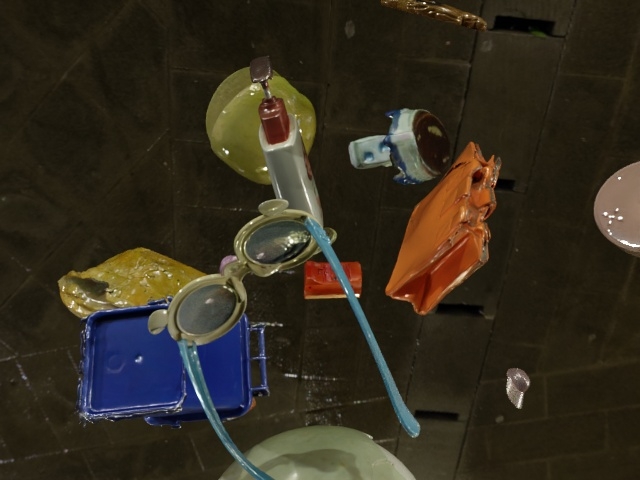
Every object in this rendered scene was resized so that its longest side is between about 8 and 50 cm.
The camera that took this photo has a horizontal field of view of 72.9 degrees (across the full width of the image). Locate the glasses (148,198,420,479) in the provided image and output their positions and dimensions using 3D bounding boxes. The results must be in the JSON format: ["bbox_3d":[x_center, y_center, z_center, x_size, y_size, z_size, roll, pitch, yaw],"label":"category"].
[{"bbox_3d":[-0.027,0.100,0.387,0.189,0.088,0.221,-43,70,13],"label":"glasses"}]

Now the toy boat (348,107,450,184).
[{"bbox_3d":[0.126,-0.143,0.684,0.115,0.262,0.114,-5,95,30],"label":"toy boat"}]

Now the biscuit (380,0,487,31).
[{"bbox_3d":[0.297,-0.603,1.136,0.290,0.208,0.041,25,122,18],"label":"biscuit"}]

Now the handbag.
[{"bbox_3d":[0.320,-0.033,1.100,0.116,0.410,0.303,31,138,-3],"label":"handbag"}]

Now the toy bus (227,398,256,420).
[{"bbox_3d":[-0.340,0.380,1.426,0.092,0.093,0.409,-31,81,33],"label":"toy bus"}]

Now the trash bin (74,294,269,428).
[{"bbox_3d":[-0.176,0.156,0.556,0.183,0.234,0.163,-7,71,2],"label":"trash bin"}]

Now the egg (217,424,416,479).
[{"bbox_3d":[0.015,0.423,0.644,0.336,0.278,0.279,4,113,-30],"label":"egg"}]

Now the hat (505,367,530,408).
[{"bbox_3d":[0.447,0.328,0.967,0.058,0.087,0.042,29,139,-30],"label":"hat"}]

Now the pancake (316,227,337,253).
[{"bbox_3d":[-0.001,0.001,1.264,0.108,0.108,0.017,-30,122,11],"label":"pancake"}]

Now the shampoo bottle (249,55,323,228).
[{"bbox_3d":[-0.057,-0.149,0.719,0.071,0.153,0.284,-11,122,5],"label":"shampoo bottle"}]

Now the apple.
[{"bbox_3d":[-0.151,-0.294,1.111,0.292,0.292,0.254,39,102,-12],"label":"apple"}]

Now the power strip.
[{"bbox_3d":[0.521,-0.049,0.675,0.078,0.154,0.154,16,113,-38],"label":"power strip"}]

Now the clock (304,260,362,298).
[{"bbox_3d":[0.033,0.098,1.163,0.154,0.113,0.061,0,130,-2],"label":"clock"}]

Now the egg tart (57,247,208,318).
[{"bbox_3d":[-0.356,0.135,1.011,0.442,0.443,0.178,22,80,-7],"label":"egg tart"}]
